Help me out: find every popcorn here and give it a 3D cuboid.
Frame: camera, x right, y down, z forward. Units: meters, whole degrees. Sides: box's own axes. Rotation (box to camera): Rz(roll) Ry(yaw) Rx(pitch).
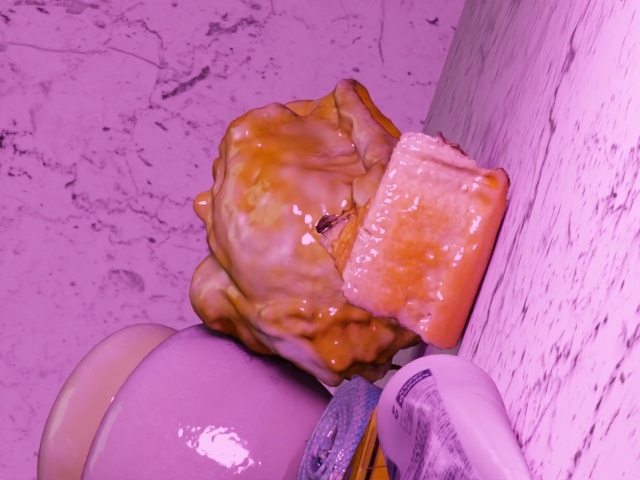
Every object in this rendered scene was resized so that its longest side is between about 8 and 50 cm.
[{"bbox_3d":[0.015,-0.011,1.874,0.312,0.312,0.312,-161,90,-90],"label":"popcorn"}]

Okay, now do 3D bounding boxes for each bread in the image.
[{"bbox_3d":[0.080,-0.007,1.543,0.169,0.140,0.160,-67,11,-2],"label":"bread"}]

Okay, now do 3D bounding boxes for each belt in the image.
[{"bbox_3d":[0.033,0.213,1.685,0.147,0.082,0.163,-52,12,55],"label":"belt"}]

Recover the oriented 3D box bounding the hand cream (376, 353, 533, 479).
[{"bbox_3d":[0.080,0.140,0.954,0.340,0.078,0.124,-101,31,-74],"label":"hand cream"}]

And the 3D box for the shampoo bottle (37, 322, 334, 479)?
[{"bbox_3d":[-0.128,0.258,1.939,0.322,0.317,0.322,-44,-33,-39],"label":"shampoo bottle"}]

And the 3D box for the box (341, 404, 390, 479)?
[{"bbox_3d":[0.029,0.255,1.355,0.141,0.064,0.220,109,178,-51],"label":"box"}]
